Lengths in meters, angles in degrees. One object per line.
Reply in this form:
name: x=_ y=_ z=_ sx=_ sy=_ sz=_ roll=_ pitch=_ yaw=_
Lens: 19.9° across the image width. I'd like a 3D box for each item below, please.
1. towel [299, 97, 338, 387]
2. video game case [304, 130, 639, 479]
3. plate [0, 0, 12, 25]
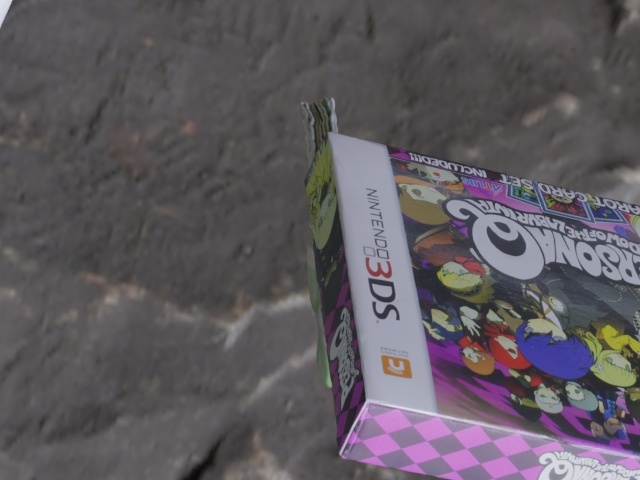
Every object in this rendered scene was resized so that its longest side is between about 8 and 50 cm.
towel: x=0.000 y=0.000 z=1.137 sx=0.023 sy=0.152 sz=0.113 roll=-1 pitch=29 yaw=-2
video game case: x=0.113 y=0.043 z=0.878 sx=0.232 sy=0.042 sz=0.210 roll=13 pitch=35 yaw=-14
plate: x=-0.178 y=0.001 z=0.517 sx=0.045 sy=0.278 sz=0.277 roll=28 pitch=14 yaw=1
